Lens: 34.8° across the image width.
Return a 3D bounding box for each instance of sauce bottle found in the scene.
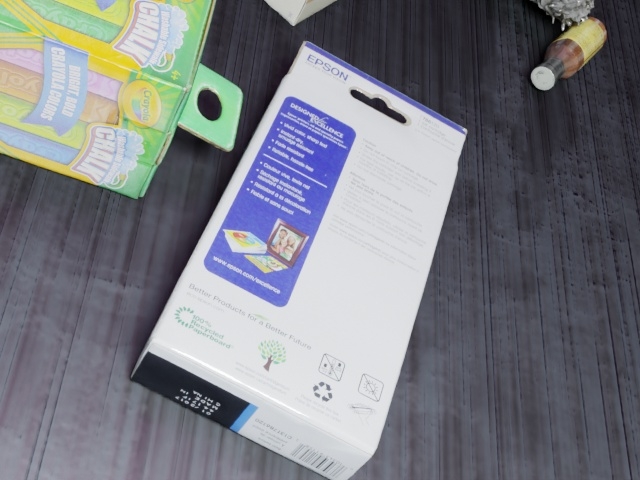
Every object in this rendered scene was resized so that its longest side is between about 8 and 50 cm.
[{"bbox_3d":[0.257,-0.194,1.063,0.042,0.042,0.128,43,46,7],"label":"sauce bottle"}]

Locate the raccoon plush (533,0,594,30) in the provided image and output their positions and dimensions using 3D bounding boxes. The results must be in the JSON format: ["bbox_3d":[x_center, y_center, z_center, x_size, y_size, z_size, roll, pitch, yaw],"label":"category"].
[{"bbox_3d":[0.131,-0.371,1.052,0.446,0.216,0.299,-6,62,-11],"label":"raccoon plush"}]

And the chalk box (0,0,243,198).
[{"bbox_3d":[-0.154,-0.130,0.737,0.213,0.132,0.132,18,50,-15],"label":"chalk box"}]

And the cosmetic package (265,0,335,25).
[{"bbox_3d":[-0.006,-0.255,0.972,0.060,0.041,0.115,42,47,6],"label":"cosmetic package"}]

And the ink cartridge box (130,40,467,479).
[{"bbox_3d":[0.000,0.000,0.767,0.165,0.065,0.332,28,49,-6],"label":"ink cartridge box"}]
